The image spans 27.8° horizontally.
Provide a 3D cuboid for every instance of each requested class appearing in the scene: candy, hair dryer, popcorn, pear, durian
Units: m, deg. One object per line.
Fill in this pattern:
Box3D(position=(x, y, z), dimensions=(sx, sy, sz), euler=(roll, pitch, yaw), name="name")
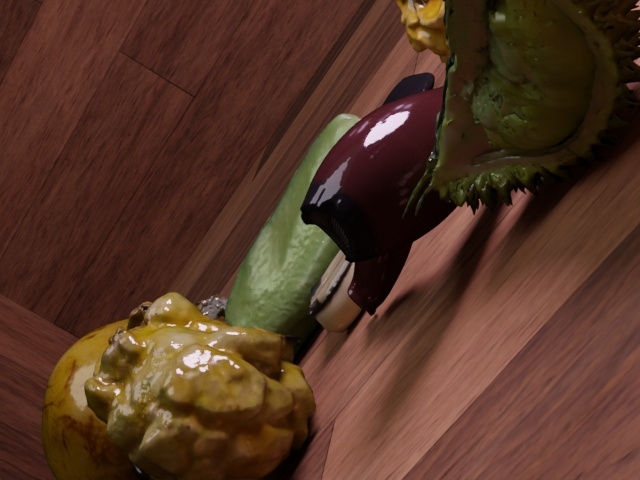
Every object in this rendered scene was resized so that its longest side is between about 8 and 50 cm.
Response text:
Box3D(position=(0.000, 0.000, 1.685), dimensions=(0.142, 0.132, 0.343), euler=(41, 105, 38), name="candy")
Box3D(position=(0.101, -0.037, 1.327), dimensions=(0.312, 0.123, 0.340), euler=(-38, -21, -27), name="hair dryer")
Box3D(position=(0.182, -0.260, 1.497), dimensions=(0.194, 0.163, 0.140), euler=(5, 81, 45), name="popcorn")
Box3D(position=(-0.237, 0.236, 1.705), dimensions=(0.280, 0.281, 0.280), euler=(-56, 9, 15), name="pear")
Box3D(position=(0.166, -0.151, 1.025), dimensions=(0.352, 0.169, 0.158), euler=(95, 180, -60), name="durian")
Box3D(position=(-0.138, 0.176, 1.431), dimensions=(0.286, 0.252, 0.215), euler=(163, 125, -71), name="popcorn")

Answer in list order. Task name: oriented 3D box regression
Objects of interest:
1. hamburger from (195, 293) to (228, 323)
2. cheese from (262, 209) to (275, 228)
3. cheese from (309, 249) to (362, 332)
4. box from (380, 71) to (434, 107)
Box3D(position=(-0.210, 0.235, 1.975), dimensions=(0.308, 0.132, 0.211), euler=(-62, 9, -23), name="hamburger")
Box3D(position=(-0.029, -0.049, 2.088), dimensions=(0.157, 0.064, 0.250), euler=(-3, 54, 56), name="cheese")
Box3D(position=(0.072, -0.011, 1.524), dimensions=(0.251, 0.054, 0.127), euler=(-55, 9, 15), name="cheese")
Box3D(position=(0.100, -0.154, 1.869), dimensions=(0.201, 0.042, 0.212), euler=(-60, 10, -5), name="box")
